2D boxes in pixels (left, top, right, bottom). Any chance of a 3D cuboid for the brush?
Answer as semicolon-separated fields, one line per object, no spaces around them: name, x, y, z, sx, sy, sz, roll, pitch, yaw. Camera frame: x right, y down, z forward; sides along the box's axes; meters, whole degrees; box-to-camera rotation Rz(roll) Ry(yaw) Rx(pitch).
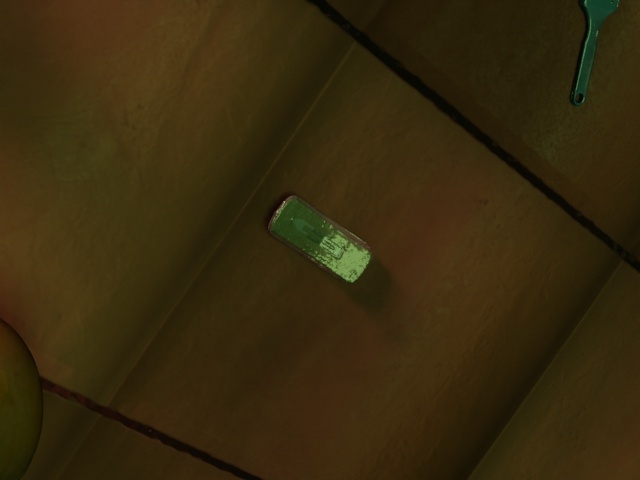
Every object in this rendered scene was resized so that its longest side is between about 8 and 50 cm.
brush;0.325;-0.242;1.052;0.051;0.014;0.164;1;108;-21

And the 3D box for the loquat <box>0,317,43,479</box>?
loquat;-0.366;0.154;0.789;0.235;0.235;0.235;-7;110;-20

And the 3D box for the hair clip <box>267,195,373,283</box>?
hair clip;-0.001;-0.001;0.998;0.137;0.022;0.054;33;93;-28
